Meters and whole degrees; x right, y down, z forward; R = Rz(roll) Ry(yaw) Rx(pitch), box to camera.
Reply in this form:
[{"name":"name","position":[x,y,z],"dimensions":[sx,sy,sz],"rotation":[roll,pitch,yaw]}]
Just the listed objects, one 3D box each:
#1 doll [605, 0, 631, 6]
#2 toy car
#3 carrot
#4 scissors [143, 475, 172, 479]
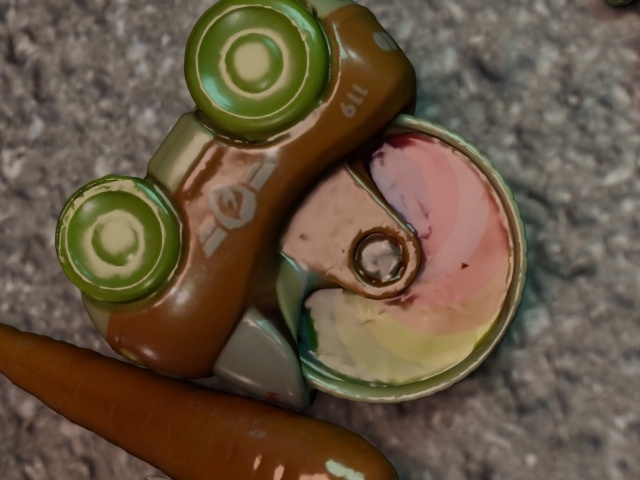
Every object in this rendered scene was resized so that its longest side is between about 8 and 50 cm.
[{"name":"doll","position":[0.193,-0.149,0.801],"dimensions":[0.115,0.077,0.150],"rotation":[-15,85,28]},{"name":"toy car","position":[0.000,0.000,0.817],"dimensions":[0.235,0.145,0.235],"rotation":[0,90,8]},{"name":"carrot","position":[-0.082,0.105,0.852],"dimensions":[0.336,0.069,0.069],"rotation":[17,85,29]},{"name":"scissors","position":[-0.063,0.143,0.868],"dimensions":[0.083,0.006,0.036],"rotation":[8,80,23]}]
